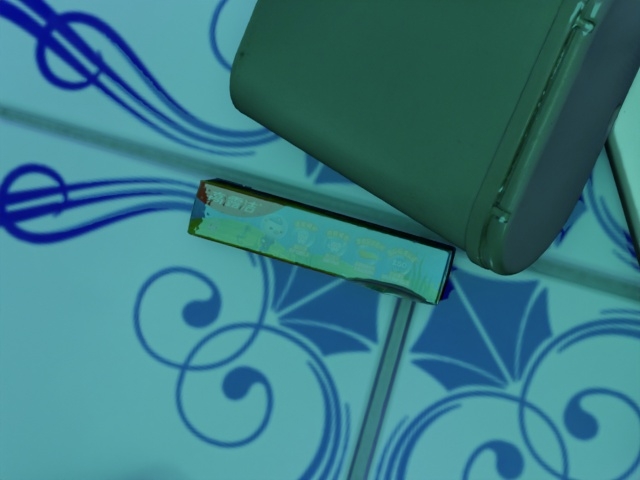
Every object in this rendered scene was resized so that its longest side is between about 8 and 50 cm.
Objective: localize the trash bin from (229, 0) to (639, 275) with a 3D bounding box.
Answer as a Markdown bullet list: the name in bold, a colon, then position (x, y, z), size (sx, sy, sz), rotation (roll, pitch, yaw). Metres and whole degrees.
- **trash bin**: position (0.082, -0.137, 1.294), size (0.247, 0.121, 0.243), rotation (32, 110, 23)

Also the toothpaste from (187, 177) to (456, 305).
- **toothpaste**: position (0.000, 0.000, 1.371), size (0.193, 0.070, 0.044), rotation (16, 94, 7)

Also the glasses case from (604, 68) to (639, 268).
- **glasses case**: position (0.267, -0.102, 1.334), size (0.144, 0.076, 0.336), rotation (-15, 89, 8)
